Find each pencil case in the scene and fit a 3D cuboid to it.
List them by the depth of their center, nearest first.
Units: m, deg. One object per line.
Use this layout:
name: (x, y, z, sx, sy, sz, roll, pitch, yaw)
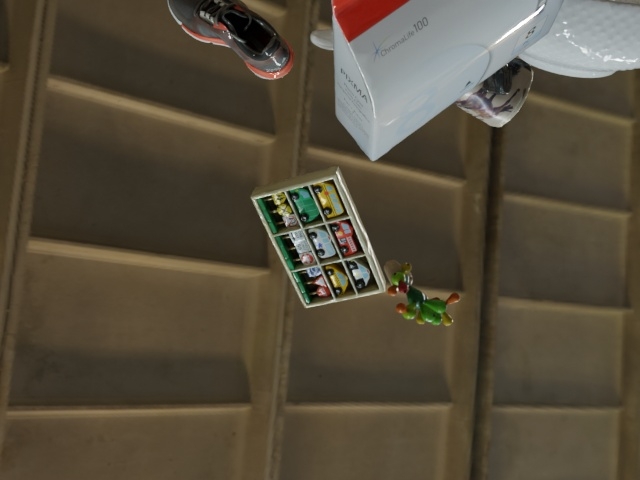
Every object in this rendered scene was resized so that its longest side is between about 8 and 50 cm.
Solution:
pencil case: (0.294, -0.439, 1.819, 0.410, 0.160, 0.183, 30, -109, -13)

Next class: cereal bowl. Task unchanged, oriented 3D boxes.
cereal bowl: (0.394, -0.343, 1.199, 0.339, 0.339, 0.141, -29, -43, -42)

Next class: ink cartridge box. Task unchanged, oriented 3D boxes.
ink cartridge box: (0.159, -0.270, 0.867, 0.308, 0.385, 0.091, -36, -102, -8)

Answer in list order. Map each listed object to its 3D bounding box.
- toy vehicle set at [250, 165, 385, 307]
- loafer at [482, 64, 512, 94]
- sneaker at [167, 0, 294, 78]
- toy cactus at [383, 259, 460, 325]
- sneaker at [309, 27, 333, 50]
toy vehicle set: (0.000, 0.000, 1.457, 0.035, 0.166, 0.266, -76, -33, -55)
loafer: (0.381, -0.404, 1.721, 0.062, 0.061, 0.170, -17, -70, -51)
sneaker: (-0.094, -0.228, 0.799, 0.061, 0.158, 0.065, -56, -14, -6)
toy cactus: (0.197, 0.100, 1.682, 0.112, 0.180, 0.219, -48, -45, 13)
sneaker: (0.056, -0.396, 1.488, 0.053, 0.152, 0.061, -91, 1, -46)
